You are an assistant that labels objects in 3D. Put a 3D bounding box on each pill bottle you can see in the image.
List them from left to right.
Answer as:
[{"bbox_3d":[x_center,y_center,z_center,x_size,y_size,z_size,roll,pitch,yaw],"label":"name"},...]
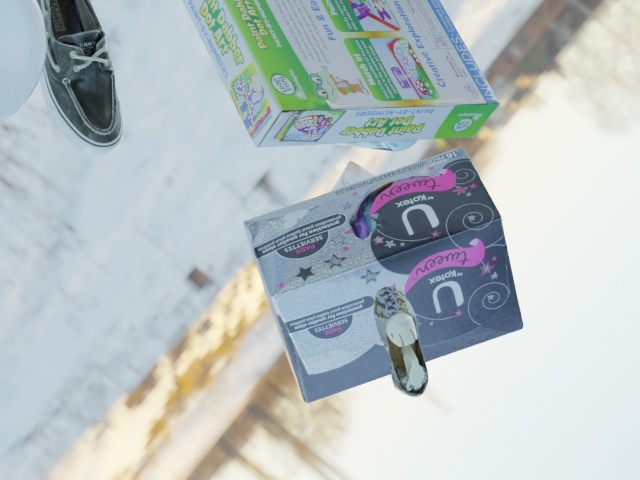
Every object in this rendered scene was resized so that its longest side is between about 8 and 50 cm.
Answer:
[{"bbox_3d":[-0.299,-0.160,1.289,0.130,0.130,0.246,-51,-153,-7],"label":"pill bottle"}]

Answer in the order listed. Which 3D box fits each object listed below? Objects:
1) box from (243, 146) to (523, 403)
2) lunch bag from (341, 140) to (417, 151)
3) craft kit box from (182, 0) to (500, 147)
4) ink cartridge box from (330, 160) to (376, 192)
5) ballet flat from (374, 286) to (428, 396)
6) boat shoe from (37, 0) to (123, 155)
[{"bbox_3d":[0.067,0.035,1.783,0.247,0.163,0.142,-19,-141,-3],"label":"box"},{"bbox_3d":[0.058,-0.233,2.609,0.090,0.219,0.176,50,53,-57],"label":"lunch bag"},{"bbox_3d":[0.004,-0.197,1.526,0.247,0.250,0.061,-3,145,-39],"label":"craft kit box"},{"bbox_3d":[0.000,0.000,1.962,0.145,0.045,0.179,-58,179,23],"label":"ink cartridge box"},{"bbox_3d":[0.079,0.097,1.594,0.041,0.114,0.041,-12,-156,6],"label":"ballet flat"},{"bbox_3d":[-0.264,-0.199,1.842,0.078,0.219,0.070,-19,174,-31],"label":"boat shoe"}]
